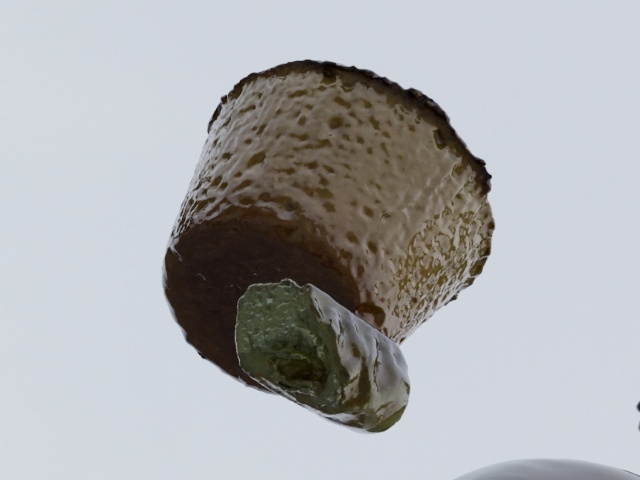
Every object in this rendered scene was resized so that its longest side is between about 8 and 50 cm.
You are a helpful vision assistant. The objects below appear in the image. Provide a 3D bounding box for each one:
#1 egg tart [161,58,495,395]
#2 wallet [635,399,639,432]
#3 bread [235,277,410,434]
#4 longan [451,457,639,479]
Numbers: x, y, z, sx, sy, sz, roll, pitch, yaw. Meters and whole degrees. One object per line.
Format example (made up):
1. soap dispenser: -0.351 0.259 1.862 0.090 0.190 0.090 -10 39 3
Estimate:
1. egg tart: 0.000 0.000 1.321 0.215 0.171 0.215 14 -48 16
2. wallet: 0.424 0.109 1.457 0.342 0.237 0.075 -38 -139 50
3. bread: 0.006 0.067 1.081 0.060 0.110 0.066 -54 -137 -1
4. longan: 0.147 0.246 1.288 0.215 0.246 0.246 46 -56 38
